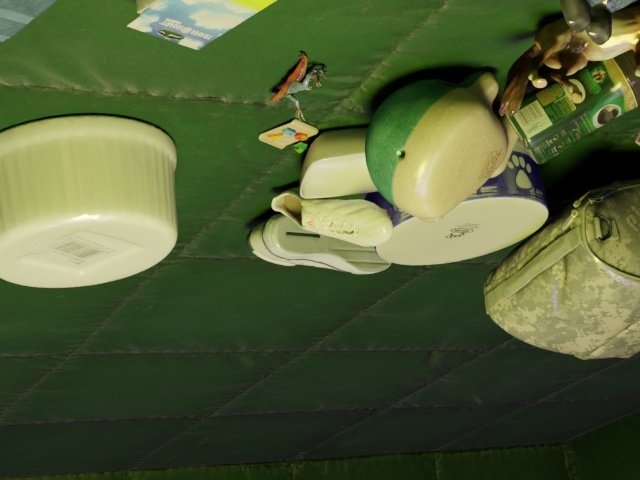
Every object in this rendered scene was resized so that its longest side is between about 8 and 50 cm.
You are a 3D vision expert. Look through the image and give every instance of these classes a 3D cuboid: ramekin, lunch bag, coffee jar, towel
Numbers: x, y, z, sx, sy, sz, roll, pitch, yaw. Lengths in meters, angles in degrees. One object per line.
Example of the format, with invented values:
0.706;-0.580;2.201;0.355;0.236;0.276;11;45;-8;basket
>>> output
-0.313;-0.041;1.776;0.277;0.135;0.277;-10;160;-4;ramekin
0.421;0.044;2.105;0.256;0.212;0.305;1;155;-29;lunch bag
0.332;-0.179;1.761;0.184;0.079;0.096;-31;155;8;coffee jar
-0.311;-0.240;1.387;0.119;0.029;0.067;-26;155;38;towel

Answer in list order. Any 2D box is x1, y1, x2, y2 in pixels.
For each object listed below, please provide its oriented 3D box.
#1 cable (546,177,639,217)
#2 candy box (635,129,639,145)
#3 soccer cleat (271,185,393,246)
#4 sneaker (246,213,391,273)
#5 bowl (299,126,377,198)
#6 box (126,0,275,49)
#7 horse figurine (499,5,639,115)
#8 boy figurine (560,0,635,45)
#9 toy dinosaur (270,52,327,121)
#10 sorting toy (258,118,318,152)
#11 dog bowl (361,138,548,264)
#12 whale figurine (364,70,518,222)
0.422;-0.069;2.242;0.287;0.072;0.139;2;177;-1;cable
0.623;-0.095;1.884;0.317;0.122;0.268;29;-176;33;candy box
0.016;-0.031;1.955;0.196;0.068;0.076;20;-155;40;soccer cleat
0.000;0.000;2.147;0.258;0.094;0.091;13;168;-39;sneaker
0.040;-0.110;1.890;0.142;0.053;0.142;-6;159;-11;bowl
-0.104;-0.261;1.416;0.178;0.042;0.109;-26;155;36;box
0.330;-0.226;1.628;0.263;0.174;0.066;-14;120;13;horse figurine
0.403;-0.307;1.488;0.285;0.092;0.177;-20;156;32;boy figurine
-0.032;-0.193;1.679;0.082;0.047;0.090;-11;129;28;toy dinosaur
-0.034;-0.136;1.839;0.062;0.012;0.083;-23;157;29;sorting toy
0.197;-0.058;2.039;0.265;0.104;0.265;-9;160;-3;dog bowl
0.160;-0.131;1.802;0.272;0.141;0.216;-15;132;-54;whale figurine
